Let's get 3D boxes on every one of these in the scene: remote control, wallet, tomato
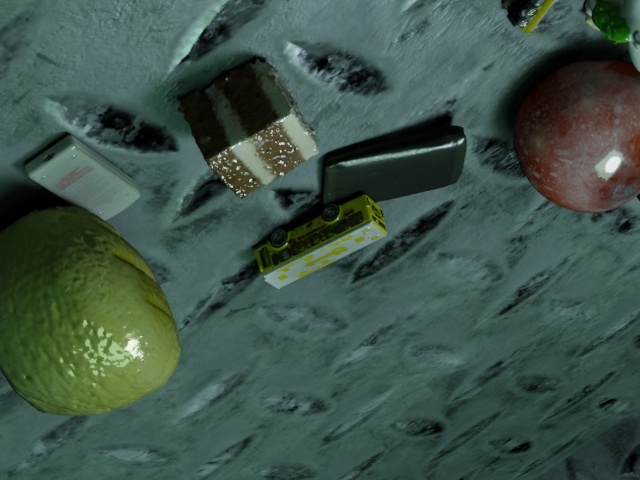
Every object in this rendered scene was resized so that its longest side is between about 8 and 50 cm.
[{"bbox_3d":[-0.337,-0.086,1.833,0.087,0.029,0.190,-33,149,12],"label":"remote control"},{"bbox_3d":[0.120,-0.118,2.125,0.245,0.052,0.169,-13,153,-9],"label":"wallet"},{"bbox_3d":[0.461,-0.167,2.134,0.270,0.227,0.270,-17,148,-11],"label":"tomato"}]

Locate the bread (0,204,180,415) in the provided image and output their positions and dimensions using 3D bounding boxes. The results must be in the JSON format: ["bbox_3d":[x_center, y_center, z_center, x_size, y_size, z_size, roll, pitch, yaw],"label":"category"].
[{"bbox_3d":[-0.340,0.101,1.842,0.237,0.321,0.320,-19,150,7],"label":"bread"}]

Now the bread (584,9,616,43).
[{"bbox_3d":[0.474,-0.358,2.024,0.072,0.053,0.106,-21,157,41],"label":"bread"}]

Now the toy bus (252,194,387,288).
[{"bbox_3d":[0.000,0.000,2.166,0.226,0.074,0.081,-26,153,15],"label":"toy bus"}]

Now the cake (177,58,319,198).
[{"bbox_3d":[-0.098,-0.161,1.798,0.147,0.135,0.134,-31,147,9],"label":"cake"}]

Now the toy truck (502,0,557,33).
[{"bbox_3d":[0.324,-0.365,1.895,0.062,0.052,0.123,-6,145,-39],"label":"toy truck"}]

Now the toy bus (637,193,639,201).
[{"bbox_3d":[0.706,-0.165,2.428,0.265,0.120,0.121,-30,151,7],"label":"toy bus"}]

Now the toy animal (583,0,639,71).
[{"bbox_3d":[0.491,-0.346,1.829,0.212,0.267,0.213,-8,131,-9],"label":"toy animal"}]
